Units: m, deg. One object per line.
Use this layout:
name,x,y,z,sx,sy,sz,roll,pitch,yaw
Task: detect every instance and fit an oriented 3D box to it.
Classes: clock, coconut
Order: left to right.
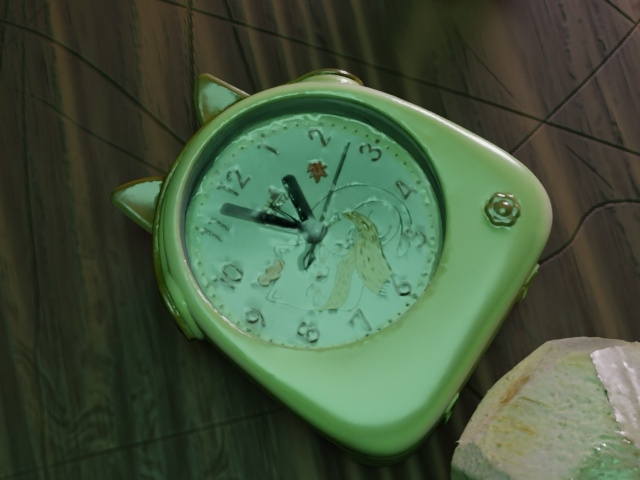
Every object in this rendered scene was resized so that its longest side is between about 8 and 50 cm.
clock,0.000,0.000,1.120,0.348,0.117,0.286,32,76,12
coconut,0.216,0.192,1.019,0.197,0.237,0.237,43,73,-29
